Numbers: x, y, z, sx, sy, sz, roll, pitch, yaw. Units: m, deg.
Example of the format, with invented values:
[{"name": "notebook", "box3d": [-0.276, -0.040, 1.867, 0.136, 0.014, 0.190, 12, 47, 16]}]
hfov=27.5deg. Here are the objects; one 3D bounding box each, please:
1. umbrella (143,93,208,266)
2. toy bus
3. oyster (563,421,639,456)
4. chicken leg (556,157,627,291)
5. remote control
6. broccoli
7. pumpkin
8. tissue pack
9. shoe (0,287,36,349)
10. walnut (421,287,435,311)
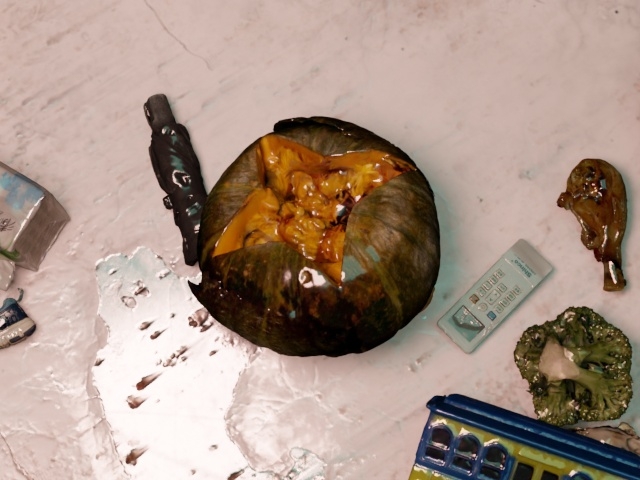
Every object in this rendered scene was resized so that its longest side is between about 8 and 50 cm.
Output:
[{"name": "umbrella", "box3d": [-0.180, -0.084, 1.724, 0.066, 0.059, 0.236, -13, 76, -27]}, {"name": "toy bus", "box3d": [0.248, 0.305, 1.580, 0.287, 0.138, 0.175, 17, 91, 11]}, {"name": "oyster", "box3d": [0.381, 0.282, 1.657, 0.165, 0.053, 0.108, 40, 100, 0]}, {"name": "chicken leg", "box3d": [0.362, -0.020, 1.714, 0.093, 0.070, 0.178, -12, 89, -3]}, {"name": "remote control", "box3d": [0.227, 0.073, 1.709, 0.162, 0.029, 0.061, -44, 80, -3]}, {"name": "broccoli", "box3d": [0.321, 0.162, 1.636, 0.145, 0.138, 0.162, -36, 65, 20]}, {"name": "pumpkin", "box3d": [0.000, 0.000, 1.607, 0.320, 0.192, 0.320, -8, 53, 11]}, {"name": "tissue pack", "box3d": [-0.461, -0.045, 1.661, 0.229, 0.159, 0.145, 30, 81, 5]}, {"name": "shoe", "box3d": [-0.440, 0.111, 1.680, 0.143, 0.064, 0.071, -18, 80, -6]}, {"name": "walnut", "box3d": [0.092, 0.064, 1.694, 0.121, 0.052, 0.091, 13, 64, 20]}]
